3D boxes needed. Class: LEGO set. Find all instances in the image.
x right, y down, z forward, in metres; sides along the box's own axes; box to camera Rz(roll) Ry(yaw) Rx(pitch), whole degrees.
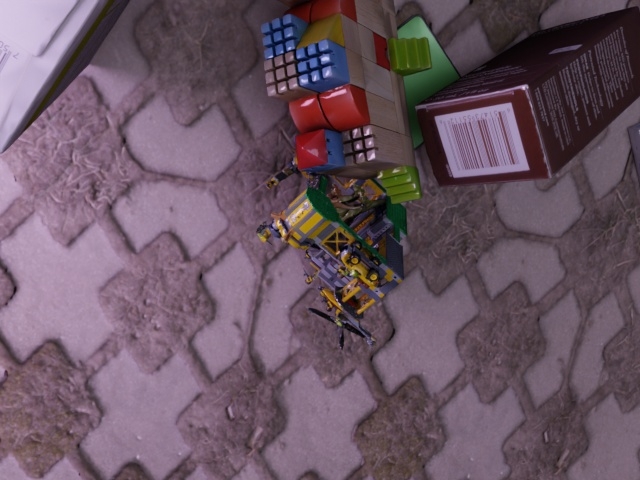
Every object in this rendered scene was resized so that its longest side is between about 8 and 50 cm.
[{"bbox_3d":[0.000,0.000,1.068,0.255,0.331,0.192,37,117,-23],"label":"LEGO set"}]

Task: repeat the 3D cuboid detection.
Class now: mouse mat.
[{"bbox_3d":[0.162,-0.270,1.174,0.152,0.007,0.190,-39,108,-1],"label":"mouse mat"}]

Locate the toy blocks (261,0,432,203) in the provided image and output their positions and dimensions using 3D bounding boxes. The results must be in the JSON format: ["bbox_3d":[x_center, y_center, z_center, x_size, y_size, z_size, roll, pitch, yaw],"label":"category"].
[{"bbox_3d":[0.022,-0.243,0.958,0.190,0.261,0.381,-10,86,31],"label":"toy blocks"}]

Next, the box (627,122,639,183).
[{"bbox_3d":[0.694,-0.181,1.301,0.186,0.038,0.145,-24,108,-7],"label":"box"}]

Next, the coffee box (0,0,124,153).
[{"bbox_3d":[-0.387,-0.379,0.799,0.337,0.334,0.338,35,118,-19],"label":"coffee box"}]

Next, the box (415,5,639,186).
[{"bbox_3d":[0.340,-0.224,1.040,0.381,0.191,0.143,-34,112,-38],"label":"box"}]
